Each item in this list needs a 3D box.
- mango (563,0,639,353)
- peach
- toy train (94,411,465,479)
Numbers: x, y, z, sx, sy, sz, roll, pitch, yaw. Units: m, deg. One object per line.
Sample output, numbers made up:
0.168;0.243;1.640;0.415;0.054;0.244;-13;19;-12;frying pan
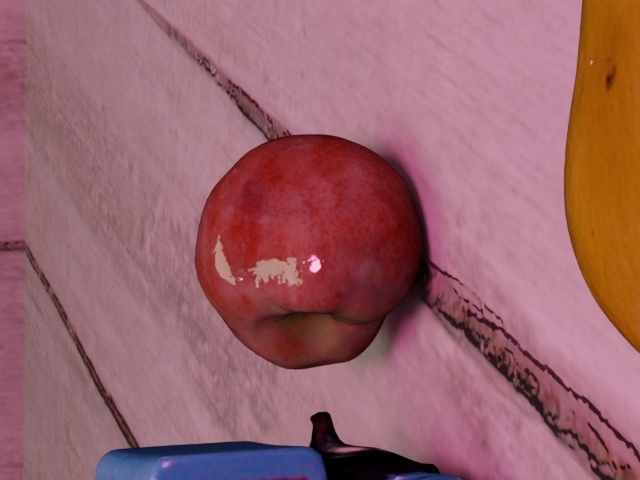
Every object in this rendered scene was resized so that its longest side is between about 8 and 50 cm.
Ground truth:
0.160;-0.061;0.826;0.137;0.091;0.237;-161;68;-63;mango
0.000;0.000;1.267;0.152;0.152;0.152;176;90;-71;peach
-0.025;0.255;1.158;0.188;0.265;0.300;167;101;-71;toy train
